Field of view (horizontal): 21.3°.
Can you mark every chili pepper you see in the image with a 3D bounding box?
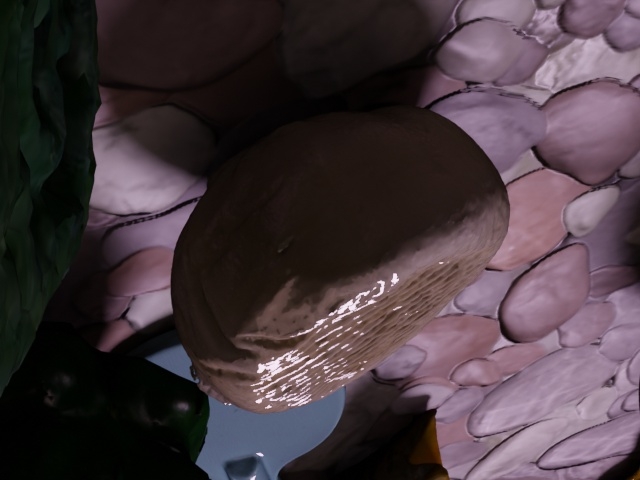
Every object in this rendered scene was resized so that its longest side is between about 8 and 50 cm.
[{"bbox_3d":[-0.179,0.144,0.919,0.261,0.165,0.174,-30,155,31],"label":"chili pepper"}]

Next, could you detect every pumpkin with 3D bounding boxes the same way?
[{"bbox_3d":[0.033,0.248,1.146,0.149,0.130,0.254,-6,129,6],"label":"pumpkin"}]

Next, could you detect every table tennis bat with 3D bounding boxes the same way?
[{"bbox_3d":[-0.051,0.125,1.052,0.152,0.040,0.244,-14,142,3],"label":"table tennis bat"}]

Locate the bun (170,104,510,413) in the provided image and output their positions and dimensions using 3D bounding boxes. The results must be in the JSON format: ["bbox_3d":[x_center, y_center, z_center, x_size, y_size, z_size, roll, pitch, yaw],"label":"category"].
[{"bbox_3d":[0.000,0.000,0.839,0.173,0.113,0.167,-22,158,-37],"label":"bun"}]

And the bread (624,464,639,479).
[{"bbox_3d":[0.309,0.182,1.246,0.160,0.088,0.233,1,143,-32],"label":"bread"}]

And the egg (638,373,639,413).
[{"bbox_3d":[0.300,0.061,0.990,0.196,0.196,0.271,12,124,-35],"label":"egg"}]

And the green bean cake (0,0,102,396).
[{"bbox_3d":[-0.157,-0.103,0.525,0.169,0.300,0.308,1,101,-4],"label":"green bean cake"}]
